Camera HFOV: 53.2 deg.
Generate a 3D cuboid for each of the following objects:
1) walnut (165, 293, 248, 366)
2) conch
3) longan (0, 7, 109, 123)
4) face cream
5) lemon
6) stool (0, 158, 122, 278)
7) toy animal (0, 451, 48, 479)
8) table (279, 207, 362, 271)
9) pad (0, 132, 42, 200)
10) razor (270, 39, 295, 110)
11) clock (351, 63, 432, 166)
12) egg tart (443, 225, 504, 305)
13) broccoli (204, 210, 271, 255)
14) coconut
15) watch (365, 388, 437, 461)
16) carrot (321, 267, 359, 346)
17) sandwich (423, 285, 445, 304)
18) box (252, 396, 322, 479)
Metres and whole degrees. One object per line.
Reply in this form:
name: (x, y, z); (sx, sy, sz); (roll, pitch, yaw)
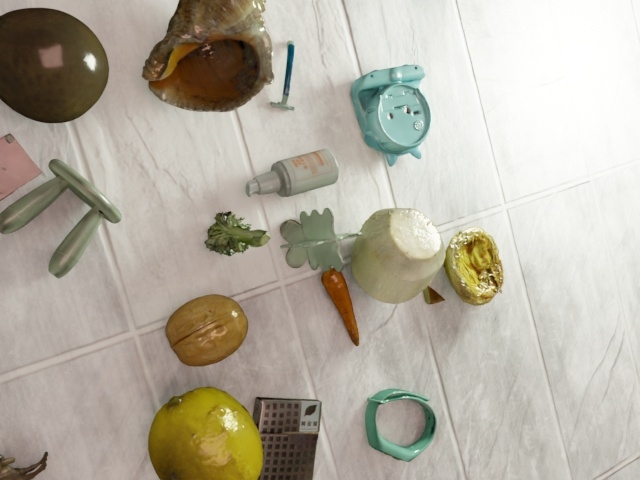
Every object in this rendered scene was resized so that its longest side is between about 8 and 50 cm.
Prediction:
walnut: (-0.271, 0.216, 1.549); (0.197, 0.165, 0.165); (-19, 97, -17)
conch: (-0.258, -0.470, 1.561); (0.352, 0.210, 0.297); (-33, 107, 12)
longan: (-0.590, -0.377, 1.368); (0.258, 0.258, 0.258); (1, 88, -25)
face cream: (-0.081, -0.167, 1.680); (0.252, 0.101, 0.101); (-18, 96, -24)
lemon: (-0.265, 0.485, 1.493); (0.284, 0.260, 0.260); (36, 74, -13)
stool: (-0.570, -0.044, 1.397); (0.195, 0.195, 0.198); (42, 74, -18)
toy animal: (-0.684, 0.523, 1.382); (0.186, 0.094, 0.214); (-16, 104, -16)
table: (0.000, 0.000, 1.658); (0.167, 0.198, 0.166); (1, 89, -25)
pad: (-0.737, -0.143, 1.424); (0.188, 0.006, 0.113); (-40, 105, -20)
razor: (-0.087, -0.449, 1.719); (0.068, 0.037, 0.191); (10, 84, -23)
clock: (0.222, -0.357, 1.831); (0.224, 0.094, 0.274); (-18, 95, -23)
egg tart: (0.451, 0.079, 1.929); (0.252, 0.098, 0.231); (42, 66, -22)
broccoli: (-0.195, -0.009, 1.569); (0.122, 0.204, 0.118); (28, 78, -37)
coconut: (0.202, 0.042, 1.741); (0.245, 0.247, 0.244); (11, 55, -16)
watch: (0.225, 0.520, 1.821); (0.237, 0.068, 0.195); (28, 76, -23)
carrot: (0.065, 0.181, 1.762); (0.061, 0.061, 0.256); (-27, 102, -23)
sandwich: (0.331, 0.171, 1.900); (0.083, 0.031, 0.044); (40, 71, -19)
box: (-0.102, 0.579, 1.677); (0.180, 0.047, 0.324); (9, 85, -25)
